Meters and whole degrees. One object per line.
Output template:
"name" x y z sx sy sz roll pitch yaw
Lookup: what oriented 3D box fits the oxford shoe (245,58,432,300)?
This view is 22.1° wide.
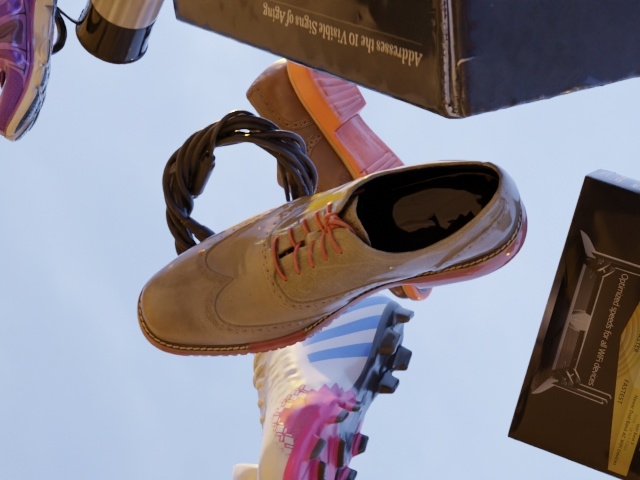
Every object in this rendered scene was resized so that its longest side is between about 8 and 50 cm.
"oxford shoe" 0.030 -0.074 2.132 0.133 0.130 0.363 -27 -90 30

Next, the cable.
"cable" -0.076 -0.040 1.540 0.150 0.047 0.184 1 -60 17

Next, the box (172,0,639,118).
"box" 0.079 -0.392 1.336 0.480 0.297 0.471 29 -54 55

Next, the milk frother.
"milk frother" -0.240 -0.261 1.746 0.129 0.143 0.135 37 -43 6

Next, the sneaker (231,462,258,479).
"sneaker" -0.045 0.300 1.709 0.290 0.106 0.123 105 -10 -74

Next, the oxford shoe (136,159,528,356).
"oxford shoe" 0.000 0.000 1.379 0.130 0.348 0.123 63 7 -69

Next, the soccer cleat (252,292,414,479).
"soccer cleat" -0.018 0.153 1.575 0.143 0.331 0.116 10 -60 17

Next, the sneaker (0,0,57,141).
"sneaker" -0.260 -0.164 1.374 0.068 0.071 0.170 119 -25 -72

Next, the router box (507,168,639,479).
"router box" 0.361 0.105 1.750 0.243 0.081 0.309 20 -75 19
